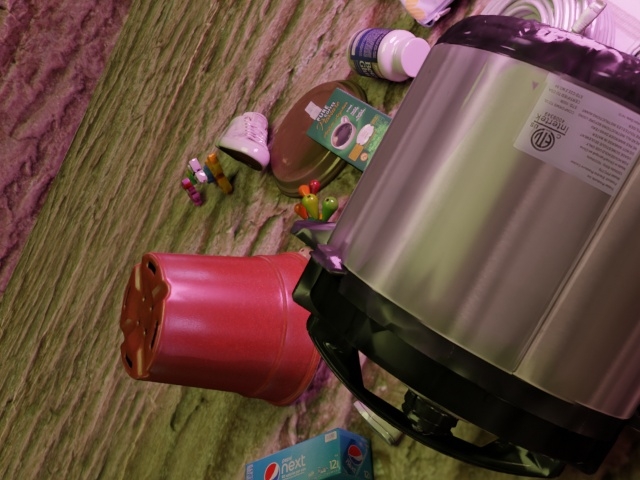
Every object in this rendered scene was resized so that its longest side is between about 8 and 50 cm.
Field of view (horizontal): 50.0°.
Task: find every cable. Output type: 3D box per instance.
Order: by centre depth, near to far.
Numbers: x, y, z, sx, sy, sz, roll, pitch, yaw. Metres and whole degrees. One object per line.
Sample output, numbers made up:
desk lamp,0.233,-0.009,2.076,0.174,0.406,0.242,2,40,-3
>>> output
cable,0.302,-0.270,1.008,0.257,0.089,0.257,-60,29,23

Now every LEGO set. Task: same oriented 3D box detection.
LEGO set,-0.266,-0.140,1.647,0.087,0.093,0.227,-32,1,-17

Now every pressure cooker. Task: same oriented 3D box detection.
pressure cooker,0.189,0.025,0.730,0.370,0.375,0.421,36,100,52

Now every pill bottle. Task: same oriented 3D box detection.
pill bottle,0.130,-0.352,1.299,0.169,0.094,0.094,29,90,55

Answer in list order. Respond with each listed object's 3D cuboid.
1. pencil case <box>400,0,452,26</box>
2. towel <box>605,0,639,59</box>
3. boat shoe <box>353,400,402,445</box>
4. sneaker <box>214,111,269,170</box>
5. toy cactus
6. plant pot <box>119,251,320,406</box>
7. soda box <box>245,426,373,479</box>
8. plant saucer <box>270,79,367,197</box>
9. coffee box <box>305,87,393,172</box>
pencil case,0.259,-0.511,1.235,0.273,0.113,0.124,-35,53,31
towel,0.452,-0.355,0.963,0.285,0.034,0.209,-46,38,20
boat shoe,0.086,0.259,1.001,0.035,0.035,0.100,-37,29,-13
sneaker,-0.165,-0.239,1.554,0.123,0.106,0.290,-55,26,0
toy cactus,0.000,0.000,1.241,0.219,0.112,0.181,52,128,49
plant pot,-0.175,0.136,1.144,0.272,0.265,0.273,-20,66,54
soda box,-0.022,0.350,1.032,0.210,0.071,0.067,-32,44,35
plant saucer,-0.015,-0.221,1.437,0.277,0.041,0.278,-31,45,36
coffee box,0.067,-0.201,1.282,0.184,0.040,0.113,36,96,37
